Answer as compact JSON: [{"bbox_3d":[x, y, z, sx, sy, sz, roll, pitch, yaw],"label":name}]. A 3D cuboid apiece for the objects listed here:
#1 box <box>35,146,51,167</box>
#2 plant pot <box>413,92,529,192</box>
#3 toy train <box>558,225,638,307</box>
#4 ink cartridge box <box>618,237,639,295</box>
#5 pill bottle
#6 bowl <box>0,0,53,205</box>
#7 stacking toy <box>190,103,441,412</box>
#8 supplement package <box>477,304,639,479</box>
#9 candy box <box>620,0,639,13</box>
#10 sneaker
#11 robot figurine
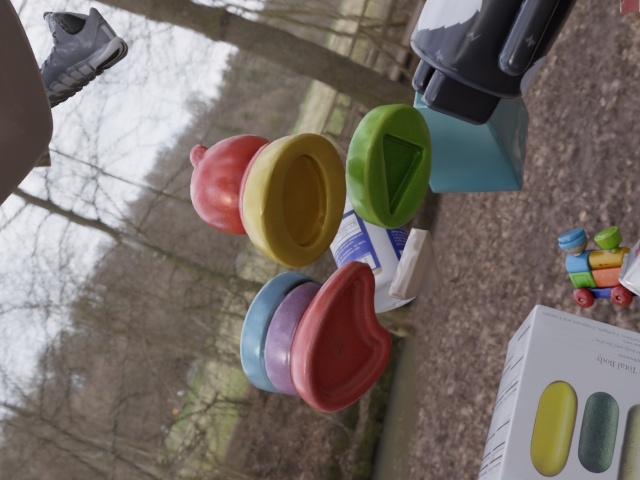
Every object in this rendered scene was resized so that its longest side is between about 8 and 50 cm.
[{"bbox_3d":[-0.472,-0.226,1.191,0.136,0.036,0.225,-145,46,-79],"label":"box"},{"bbox_3d":[0.250,-0.209,1.290,0.234,0.165,0.165,47,-131,-56],"label":"plant pot"},{"bbox_3d":[0.558,0.037,1.386,0.105,0.143,0.248,-35,11,-29],"label":"toy train"},{"bbox_3d":[0.607,-0.073,1.057,0.385,0.160,0.279,-60,-17,20],"label":"ink cartridge box"},{"bbox_3d":[0.069,0.000,1.083,0.112,0.112,0.187,116,141,-52],"label":"pill bottle"},{"bbox_3d":[-0.244,-0.081,0.486,0.142,0.053,0.142,88,-156,-50],"label":"bowl"},{"bbox_3d":[0.000,0.000,0.800,0.279,0.130,0.309,-38,-51,-42],"label":"stacking toy"},{"bbox_3d":[0.355,0.266,1.068,0.198,0.199,0.263,87,-159,-66],"label":"supplement package"},{"bbox_3d":[0.508,-0.525,1.166,0.183,0.087,0.316,63,-145,-46],"label":"candy box"},{"bbox_3d":[-0.453,-0.319,1.296,0.228,0.132,0.086,-31,9,9],"label":"sneaker"},{"bbox_3d":[0.218,-0.292,0.954,0.173,0.209,0.278,-13,-45,-50],"label":"robot figurine"}]
